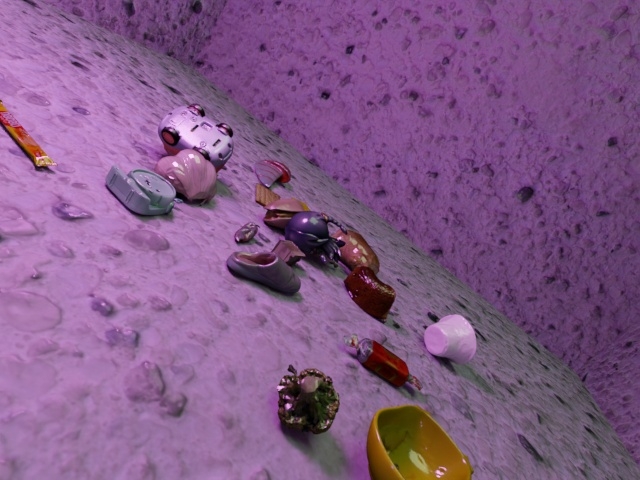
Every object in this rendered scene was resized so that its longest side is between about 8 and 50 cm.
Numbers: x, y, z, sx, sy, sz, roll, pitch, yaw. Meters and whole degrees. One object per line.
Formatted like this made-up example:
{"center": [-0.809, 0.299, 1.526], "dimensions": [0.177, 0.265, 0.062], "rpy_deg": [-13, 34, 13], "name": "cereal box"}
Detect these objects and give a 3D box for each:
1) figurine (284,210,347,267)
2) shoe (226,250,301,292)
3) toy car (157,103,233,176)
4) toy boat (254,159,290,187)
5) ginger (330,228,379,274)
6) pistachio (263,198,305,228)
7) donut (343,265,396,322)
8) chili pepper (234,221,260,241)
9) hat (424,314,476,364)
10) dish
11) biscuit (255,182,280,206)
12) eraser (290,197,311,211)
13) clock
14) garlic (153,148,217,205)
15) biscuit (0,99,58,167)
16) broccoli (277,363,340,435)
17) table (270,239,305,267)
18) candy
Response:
{"center": [-0.013, -0.009, 1.598], "dimensions": [0.265, 0.196, 0.175], "rpy_deg": [16, -10, -42], "name": "figurine"}
{"center": [-0.149, 0.077, 1.203], "dimensions": [0.251, 0.100, 0.103], "rpy_deg": [22, 22, -34], "name": "shoe"}
{"center": [-0.468, -0.356, 1.535], "dimensions": [0.271, 0.212, 0.180], "rpy_deg": [34, 57, -4], "name": "toy car"}
{"center": [-0.267, -0.340, 2.119], "dimensions": [0.206, 0.096, 0.282], "rpy_deg": [29, 30, -3], "name": "toy boat"}
{"center": [0.143, 0.058, 1.782], "dimensions": [0.276, 0.130, 0.221], "rpy_deg": [31, 26, -2], "name": "ginger"}
{"center": [-0.143, -0.107, 1.660], "dimensions": [0.152, 0.126, 0.223], "rpy_deg": [8, 9, 27], "name": "pistachio"}
{"center": [0.189, 0.195, 1.535], "dimensions": [0.144, 0.126, 0.186], "rpy_deg": [19, 24, -29], "name": "donut"}
{"center": [-0.250, -0.024, 1.368], "dimensions": [0.050, 0.041, 0.153], "rpy_deg": [20, 31, 11], "name": "chili pepper"}
{"center": [0.483, 0.381, 1.574], "dimensions": [0.126, 0.203, 0.203], "rpy_deg": [6, 32, -32], "name": "hat"}
{"center": [0.187, 0.463, 0.845], "dimensions": [0.263, 0.108, 0.221], "rpy_deg": [10, 32, -53], "name": "dish"}
{"center": [-0.236, -0.189, 1.859], "dimensions": [0.139, 0.016, 0.231], "rpy_deg": [30, 19, -21], "name": "biscuit"}
{"center": [-0.094, -0.149, 1.988], "dimensions": [0.097, 0.045, 0.122], "rpy_deg": [23, 21, -40], "name": "eraser"}
{"center": [-0.487, -0.143, 1.168], "dimensions": [0.159, 0.066, 0.211], "rpy_deg": [42, 17, 13], "name": "clock"}
{"center": [-0.428, -0.223, 1.372], "dimensions": [0.178, 0.142, 0.229], "rpy_deg": [43, 9, 22], "name": "garlic"}
{"center": [-0.761, -0.270, 1.028], "dimensions": [0.292, 0.026, 0.048], "rpy_deg": [42, 37, 17], "name": "biscuit"}
{"center": [-0.025, 0.311, 0.807], "dimensions": [0.130, 0.120, 0.131], "rpy_deg": [20, 48, 11], "name": "broccoli"}
{"center": [-0.111, 0.049, 1.408], "dimensions": [0.083, 0.062, 0.079], "rpy_deg": [45, 19, 25], "name": "table"}
{"center": [0.183, 0.357, 1.197], "dimensions": [0.292, 0.059, 0.086], "rpy_deg": [35, 21, -6], "name": "candy"}
